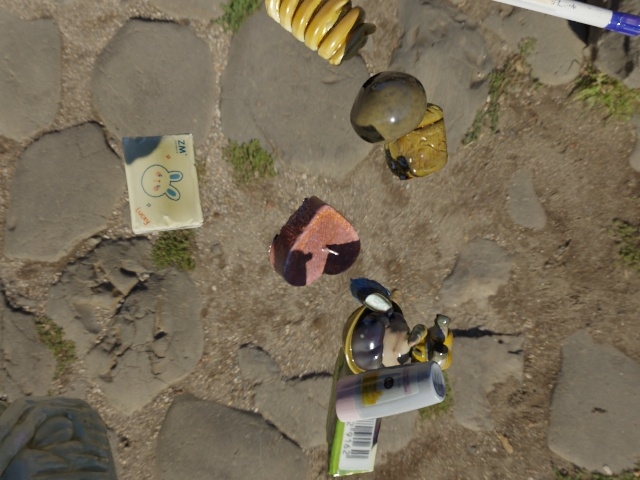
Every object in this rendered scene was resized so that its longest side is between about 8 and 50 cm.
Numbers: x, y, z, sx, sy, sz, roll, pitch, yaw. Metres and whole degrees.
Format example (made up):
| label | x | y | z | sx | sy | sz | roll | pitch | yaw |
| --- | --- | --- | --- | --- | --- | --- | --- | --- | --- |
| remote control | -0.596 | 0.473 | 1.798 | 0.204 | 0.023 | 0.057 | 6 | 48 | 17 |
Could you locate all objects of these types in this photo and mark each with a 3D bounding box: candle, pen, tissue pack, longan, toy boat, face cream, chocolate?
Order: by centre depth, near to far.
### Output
| label | x | y | z | sx | sy | sz | roll | pitch | yaw |
| --- | --- | --- | --- | --- | --- | --- | --- | --- | --- |
| pen | 0.406 | -0.384 | 0.828 | 0.268 | 0.033 | 0.033 | 12 | 84 | -6 |
| face cream | 0.115 | 0.259 | 0.866 | 0.198 | 0.057 | 0.084 | -23 | 48 | 31 |
| tissue pack | -0.330 | -0.120 | 1.054 | 0.148 | 0.092 | 0.197 | -8 | 89 | -20 |
| toy boat | 0.104 | 0.110 | 1.056 | 0.060 | 0.137 | 0.061 | -46 | 52 | 13 |
| longan | 0.158 | -0.312 | 1.183 | 0.167 | 0.167 | 0.187 | 46 | 113 | 6 |
| chocolate | 0.102 | 0.511 | 1.526 | 0.136 | 0.289 | 0.301 | 10 | 94 | -2 |
| candle | 0.000 | 0.000 | 1.630 | 0.316 | 0.131 | 0.288 | -14 | 121 | -34 |

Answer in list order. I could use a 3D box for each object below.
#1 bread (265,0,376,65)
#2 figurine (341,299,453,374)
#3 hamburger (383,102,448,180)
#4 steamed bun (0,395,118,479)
| label | x | y | z | sx | sy | sz | roll | pitch | yaw |
| --- | --- | --- | --- | --- | --- | --- | --- | --- | --- |
| bread | -0.012 | -0.609 | 1.337 | 0.311 | 0.121 | 0.173 | 38 | 77 | 8 |
| figurine | 0.175 | 0.234 | 1.156 | 0.256 | 0.167 | 0.193 | 8 | 87 | 21 |
| hamburger | 0.272 | -0.267 | 1.389 | 0.183 | 0.130 | 0.206 | -22 | 123 | -13 |
| steamed bun | -0.345 | 0.339 | 0.457 | 0.237 | 0.394 | 0.347 | -25 | 122 | 4 |
